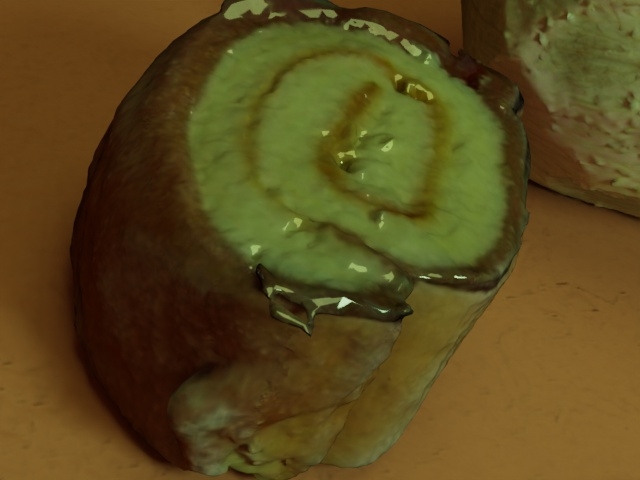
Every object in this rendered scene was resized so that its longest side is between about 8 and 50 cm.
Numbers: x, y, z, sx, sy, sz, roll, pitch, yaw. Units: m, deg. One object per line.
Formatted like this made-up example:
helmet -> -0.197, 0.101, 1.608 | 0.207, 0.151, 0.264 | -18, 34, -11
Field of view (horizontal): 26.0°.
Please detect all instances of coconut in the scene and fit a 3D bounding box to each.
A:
coconut -> 0.213, -0.152, 0.787 | 0.254, 0.297, 0.297 | 14, 33, 18

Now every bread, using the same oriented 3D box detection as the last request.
bread -> -0.012, -0.003, 0.609 | 0.190, 0.123, 0.244 | 19, 36, -4
